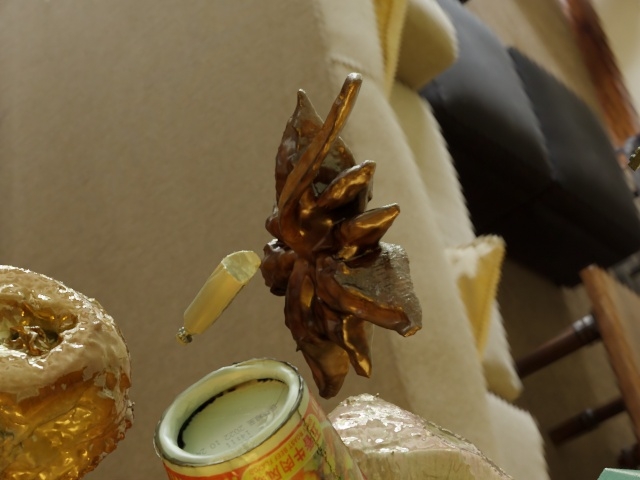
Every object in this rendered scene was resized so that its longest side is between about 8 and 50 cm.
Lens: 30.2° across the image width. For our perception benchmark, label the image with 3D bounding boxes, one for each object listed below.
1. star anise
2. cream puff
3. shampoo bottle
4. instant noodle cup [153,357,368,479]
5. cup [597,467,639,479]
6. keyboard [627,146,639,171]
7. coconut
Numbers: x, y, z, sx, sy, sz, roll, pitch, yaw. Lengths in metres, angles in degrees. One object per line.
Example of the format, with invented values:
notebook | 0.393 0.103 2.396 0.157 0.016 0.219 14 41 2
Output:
star anise | 0.002 0.001 1.224 0.109 0.349 0.292 -22 80 -29
cream puff | -0.388 0.188 1.404 0.327 0.231 0.343 14 32 1
shampoo bottle | -0.110 0.063 1.185 0.034 0.141 0.049 40 39 -1
instant noodle cup | -0.037 0.217 0.988 0.193 0.193 0.212 -72 143 -56
cup | 0.519 0.401 1.754 0.134 0.236 0.148 -16 84 -31
keyboard | 0.359 -0.115 1.170 0.014 0.055 0.176 45 43 17
coconut | 0.073 0.393 1.390 0.404 0.404 0.404 38 33 -31
